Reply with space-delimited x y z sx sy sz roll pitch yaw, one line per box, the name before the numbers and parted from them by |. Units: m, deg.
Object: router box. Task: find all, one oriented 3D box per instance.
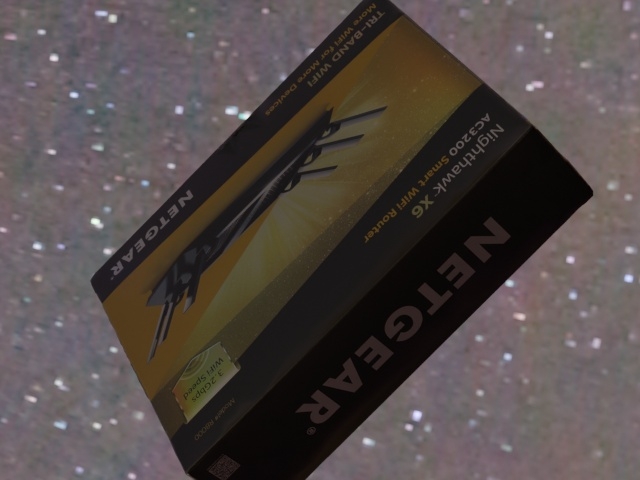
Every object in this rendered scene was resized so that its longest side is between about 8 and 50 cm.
router box | 0.000 0.000 1.011 0.309 0.243 0.081 -46 -53 5
